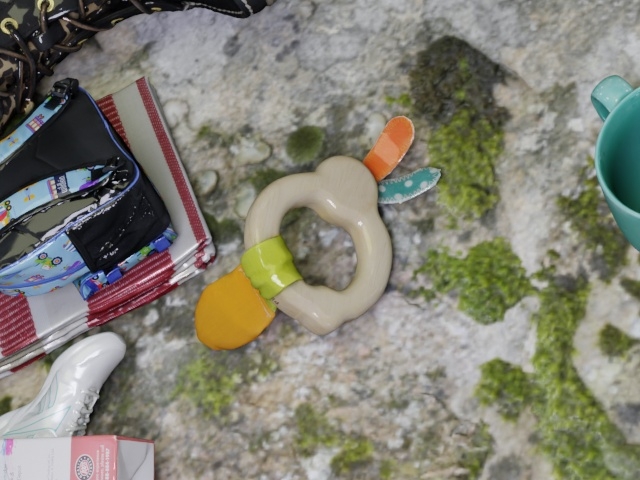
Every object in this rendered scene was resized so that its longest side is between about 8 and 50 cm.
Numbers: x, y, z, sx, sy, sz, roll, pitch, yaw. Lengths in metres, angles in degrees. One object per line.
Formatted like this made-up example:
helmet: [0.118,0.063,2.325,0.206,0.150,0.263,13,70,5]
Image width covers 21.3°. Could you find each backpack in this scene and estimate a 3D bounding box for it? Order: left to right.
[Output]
backpack: [-0.226,-0.022,1.402,0.173,0.117,0.158,-35,48,-3]

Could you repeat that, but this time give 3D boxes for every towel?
towel: [-0.263,0.009,1.499,0.329,0.037,0.237,-28,49,4]

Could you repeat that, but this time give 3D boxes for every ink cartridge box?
ink cartridge box: [-0.228,0.210,1.306,0.198,0.067,0.115,-4,79,22]

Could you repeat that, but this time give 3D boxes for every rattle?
rattle: [0.000,0.000,1.381,0.130,0.143,0.200,27,53,3]

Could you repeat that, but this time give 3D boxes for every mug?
mug: [0.272,-0.054,1.241,0.129,0.097,0.158,-13,54,18]

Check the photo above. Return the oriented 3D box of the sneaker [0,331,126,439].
sneaker: [-0.206,0.139,1.378,0.152,0.053,0.061,-46,60,1]

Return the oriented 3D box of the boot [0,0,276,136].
boot: [-0.232,-0.203,1.556,0.377,0.138,0.284,28,73,40]
